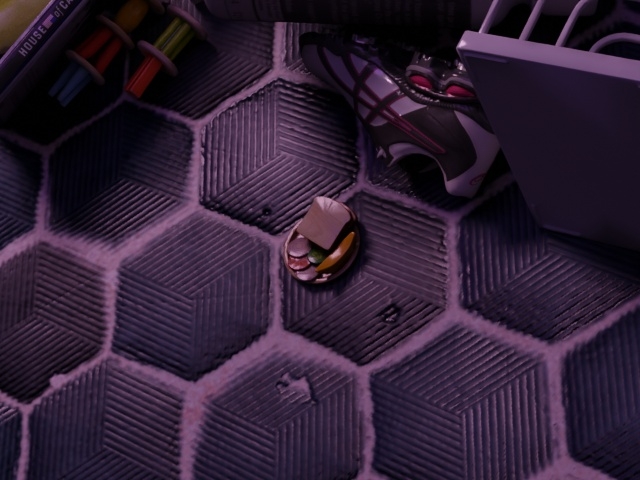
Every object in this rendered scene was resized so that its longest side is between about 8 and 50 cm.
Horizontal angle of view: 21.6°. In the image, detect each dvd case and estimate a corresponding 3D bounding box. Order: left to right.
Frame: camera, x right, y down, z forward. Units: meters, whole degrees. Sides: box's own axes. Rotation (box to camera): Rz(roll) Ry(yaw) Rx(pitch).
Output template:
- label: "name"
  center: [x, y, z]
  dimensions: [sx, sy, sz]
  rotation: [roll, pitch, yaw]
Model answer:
- label: "dvd case"
  center: [-0.268, -0.219, 1.729]
  dimensions: [0.029, 0.179, 0.238]
  rotation: [41, 84, -4]

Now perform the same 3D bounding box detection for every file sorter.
- label: "file sorter"
  center: [0.266, -0.128, 1.381]
  dimensions: [0.193, 0.277, 0.173]
  rotation: [15, 67, 29]

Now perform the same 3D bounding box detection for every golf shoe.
- label: "golf shoe"
  center: [0.064, -0.129, 1.568]
  dimensions: [0.273, 0.105, 0.120]
  rotation: [27, 108, 49]

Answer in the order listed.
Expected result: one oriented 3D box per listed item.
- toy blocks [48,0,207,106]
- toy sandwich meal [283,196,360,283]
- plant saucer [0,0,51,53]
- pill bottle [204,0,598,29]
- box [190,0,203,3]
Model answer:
- label: "toy blocks"
  center: [-0.205, -0.187, 1.747]
  dimensions: [0.123, 0.054, 0.148]
  rotation: [33, 80, 34]
- label: "toy sandwich meal"
  center: [0.000, 0.000, 1.572]
  dimensions: [0.085, 0.029, 0.085]
  rotation: [-10, 60, 18]
- label: "plant saucer"
  center: [-0.348, -0.307, 1.861]
  dimensions: [0.241, 0.037, 0.241]
  rotation: [-17, 52, 23]
- label: "pill bottle"
  center: [0.077, -0.299, 1.553]
  dimensions: [0.361, 0.204, 0.204]
  rotation: [3, 64, 6]
- label: "box"
  center: [-0.094, -0.378, 1.761]
  dimensions: [0.182, 0.119, 0.181]
  rotation: [-22, 58, 12]
